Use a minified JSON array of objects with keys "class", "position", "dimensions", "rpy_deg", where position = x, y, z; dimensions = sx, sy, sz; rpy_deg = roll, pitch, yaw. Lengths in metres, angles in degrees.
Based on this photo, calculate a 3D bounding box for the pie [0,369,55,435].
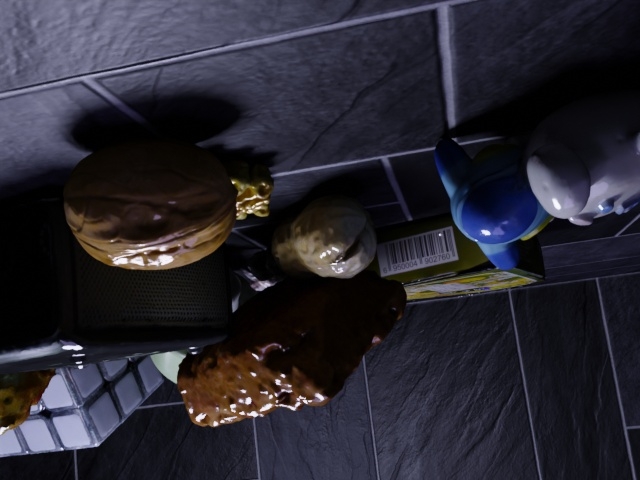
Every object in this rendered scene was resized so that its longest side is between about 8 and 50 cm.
[{"class":"pie","position":[-0.632,0.180,1.310],"dimensions":[0.103,0.355,0.288],"rpy_deg":[-22,-177,35]}]

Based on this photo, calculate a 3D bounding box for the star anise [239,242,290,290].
[{"class":"star anise","position":[-0.079,0.058,1.606],"dimensions":[0.236,0.093,0.229],"rpy_deg":[-19,164,36]}]

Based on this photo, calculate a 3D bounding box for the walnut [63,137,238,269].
[{"class":"walnut","position":[-0.198,-0.043,0.858],"dimensions":[0.206,0.159,0.159],"rpy_deg":[-6,169,7]}]

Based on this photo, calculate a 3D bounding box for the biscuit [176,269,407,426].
[{"class":"biscuit","position":[-0.067,0.185,1.387],"dimensions":[0.395,0.166,0.342],"rpy_deg":[-23,-171,41]}]

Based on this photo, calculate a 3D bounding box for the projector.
[{"class":"projector","position":[-0.407,0.096,1.215],"dimensions":[0.395,0.242,0.405],"rpy_deg":[-14,168,27]}]

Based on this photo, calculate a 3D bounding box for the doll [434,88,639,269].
[{"class":"doll","position":[0.290,-0.072,0.918],"dimensions":[0.376,0.187,0.365],"rpy_deg":[1,167,-33]}]

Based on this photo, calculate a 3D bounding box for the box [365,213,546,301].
[{"class":"box","position":[0.285,0.049,1.660],"dimensions":[0.372,0.138,0.420],"rpy_deg":[-13,168,25]}]

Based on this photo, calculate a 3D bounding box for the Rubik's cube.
[{"class":"Rubik's cube","position":[-0.595,0.283,1.678],"dimensions":[0.301,0.304,0.305],"rpy_deg":[-11,-164,24]}]

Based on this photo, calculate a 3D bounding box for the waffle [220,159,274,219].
[{"class":"waffle","position":[-0.159,-0.062,1.037],"dimensions":[0.219,0.057,0.229],"rpy_deg":[-10,169,17]}]

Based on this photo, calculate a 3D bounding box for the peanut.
[{"class":"peanut","position":[0.000,0.000,1.247],"dimensions":[0.149,0.149,0.313],"rpy_deg":[-2,172,-22]}]

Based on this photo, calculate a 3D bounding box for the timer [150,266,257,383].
[{"class":"timer","position":[-0.257,0.148,1.645],"dimensions":[0.290,0.291,0.315],"rpy_deg":[-5,147,-10]}]
